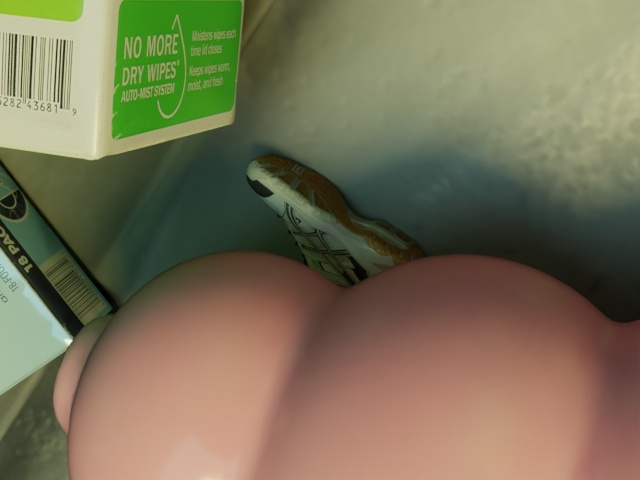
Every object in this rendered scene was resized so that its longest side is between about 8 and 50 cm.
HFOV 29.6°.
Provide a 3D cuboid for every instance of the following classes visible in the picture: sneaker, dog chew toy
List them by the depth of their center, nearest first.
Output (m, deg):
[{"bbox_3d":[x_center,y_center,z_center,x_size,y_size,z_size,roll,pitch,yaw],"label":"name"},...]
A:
[{"bbox_3d":[0.062,0.097,0.421,0.332,0.206,0.206,18,116,14],"label":"dog chew toy"},{"bbox_3d":[0.000,0.000,0.491,0.083,0.032,0.037,37,117,1],"label":"sneaker"}]

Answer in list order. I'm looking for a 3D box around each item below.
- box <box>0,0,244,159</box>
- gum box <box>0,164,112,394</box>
[{"bbox_3d":[-0.160,-0.161,0.400,0.262,0.127,0.231,8,102,14],"label":"box"},{"bbox_3d":[-0.213,0.020,0.560,0.184,0.041,0.157,-34,98,25],"label":"gum box"}]
